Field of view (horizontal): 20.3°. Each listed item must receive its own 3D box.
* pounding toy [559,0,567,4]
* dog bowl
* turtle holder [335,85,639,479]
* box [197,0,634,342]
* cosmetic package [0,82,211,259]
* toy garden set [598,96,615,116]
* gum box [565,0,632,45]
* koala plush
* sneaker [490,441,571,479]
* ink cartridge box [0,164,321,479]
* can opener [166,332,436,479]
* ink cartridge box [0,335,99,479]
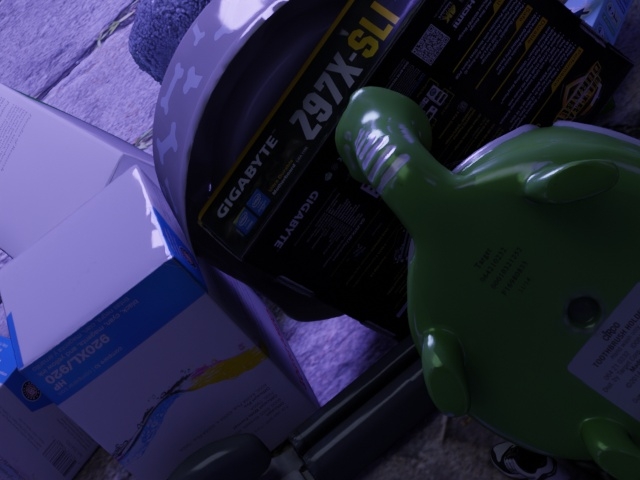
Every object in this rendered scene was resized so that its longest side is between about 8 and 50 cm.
[{"bbox_3d":[0.169,-0.292,1.712,0.183,0.110,0.237,-40,33,-8],"label":"pounding toy"},{"bbox_3d":[0.010,-0.102,1.548,0.349,0.349,0.102,-42,46,-5],"label":"dog bowl"},{"bbox_3d":[0.160,0.024,1.347,0.320,0.243,0.227,7,18,2],"label":"turtle holder"},{"bbox_3d":[0.085,-0.085,1.491,0.322,0.257,0.079,-55,47,7],"label":"box"},{"bbox_3d":[-0.235,-0.032,1.838,0.365,0.197,0.155,26,91,54],"label":"cosmetic package"},{"bbox_3d":[0.173,-0.171,1.775,0.204,0.049,0.244,-27,35,17],"label":"toy garden set"},{"bbox_3d":[0.203,-0.189,1.691,0.157,0.041,0.184,-5,45,39],"label":"gum box"},{"bbox_3d":[-0.091,-0.167,1.917,0.196,0.203,0.221,-40,51,15],"label":"koala plush"},{"bbox_3d":[0.160,0.169,1.395,0.032,0.037,0.083,-51,34,-16],"label":"sneaker"},{"bbox_3d":[-0.145,0.092,1.598,0.168,0.232,0.171,-37,34,6],"label":"ink cartridge box"},{"bbox_3d":[-0.002,0.169,1.510,0.280,0.093,0.074,-35,32,-4],"label":"can opener"},{"bbox_3d":[-0.325,0.222,1.704,0.078,0.134,0.231,14,59,49],"label":"ink cartridge box"}]
